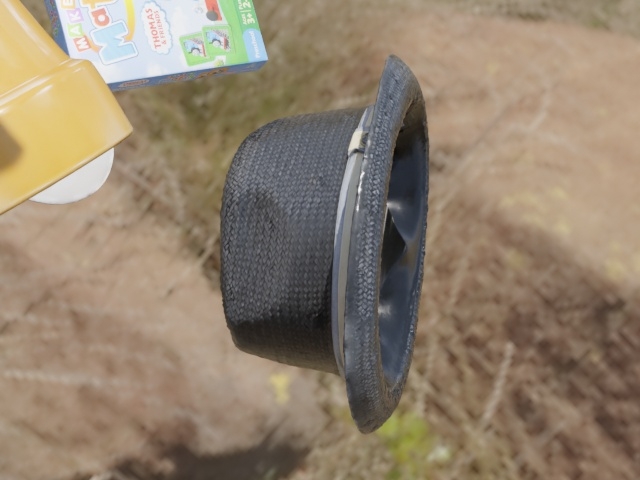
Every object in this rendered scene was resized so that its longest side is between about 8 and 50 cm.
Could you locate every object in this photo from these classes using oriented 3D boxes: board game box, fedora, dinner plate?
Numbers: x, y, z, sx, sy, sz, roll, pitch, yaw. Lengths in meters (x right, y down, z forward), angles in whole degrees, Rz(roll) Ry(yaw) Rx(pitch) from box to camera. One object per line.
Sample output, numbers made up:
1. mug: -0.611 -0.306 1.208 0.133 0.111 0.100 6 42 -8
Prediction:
1. board game box: -0.173 -0.238 1.916 0.212 0.039 0.160 -12 81 -26
2. fedora: 0.000 0.000 1.621 0.153 0.334 0.334 3 36 12
3. dinner plate: -0.234 -0.094 1.572 0.141 0.017 0.141 19 51 -26

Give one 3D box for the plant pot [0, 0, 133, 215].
1. plant pot: -0.252 -0.100 1.183 0.188 0.205 0.205 61 35 -8
